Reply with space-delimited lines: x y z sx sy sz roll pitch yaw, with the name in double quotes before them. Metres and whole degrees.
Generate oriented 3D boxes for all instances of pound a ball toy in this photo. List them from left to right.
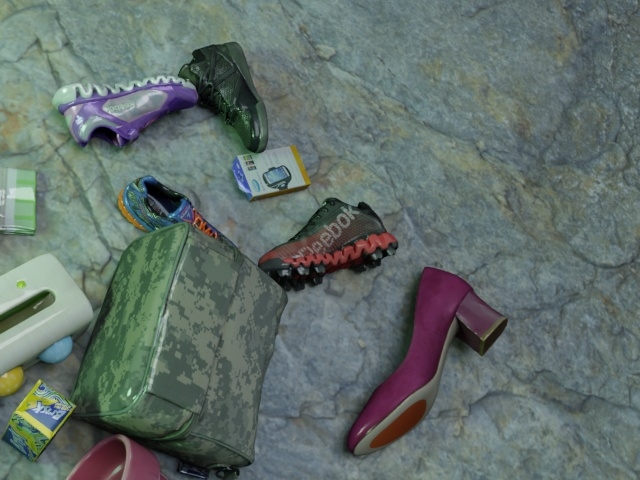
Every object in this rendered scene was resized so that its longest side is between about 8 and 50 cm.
"pound a ball toy" -0.448 0.145 1.117 0.319 0.208 0.135 -34 85 -35

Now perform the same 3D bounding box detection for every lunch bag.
"lunch bag" -0.179 0.164 1.244 0.256 0.213 0.305 30 59 -32

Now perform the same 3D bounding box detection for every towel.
"towel" -0.503 -0.066 1.298 0.152 0.023 0.113 4 66 -25

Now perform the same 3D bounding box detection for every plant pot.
"plant pot" -0.243 0.383 1.132 0.180 0.201 0.201 40 54 -24

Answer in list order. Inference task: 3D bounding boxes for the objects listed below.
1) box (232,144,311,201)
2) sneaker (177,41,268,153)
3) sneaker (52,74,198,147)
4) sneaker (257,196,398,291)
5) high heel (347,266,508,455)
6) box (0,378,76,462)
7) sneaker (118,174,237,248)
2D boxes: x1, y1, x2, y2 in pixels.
"box" -0.092 -0.118 1.528 0.136 0.028 0.081 -15 75 -29
"sneaker" -0.173 -0.244 1.512 0.130 0.087 0.227 -12 70 -29
"sneaker" -0.312 -0.206 1.426 0.236 0.095 0.104 -12 80 -25
"sneaker" 0.000 0.000 1.477 0.276 0.097 0.135 -15 75 -33
"high heel" 0.138 0.198 1.476 0.181 0.127 0.377 36 55 28
"box" -0.371 0.239 1.135 0.059 0.169 0.054 38 57 -5
"sneaker" -0.221 -0.023 1.382 0.221 0.087 0.083 34 57 -9
